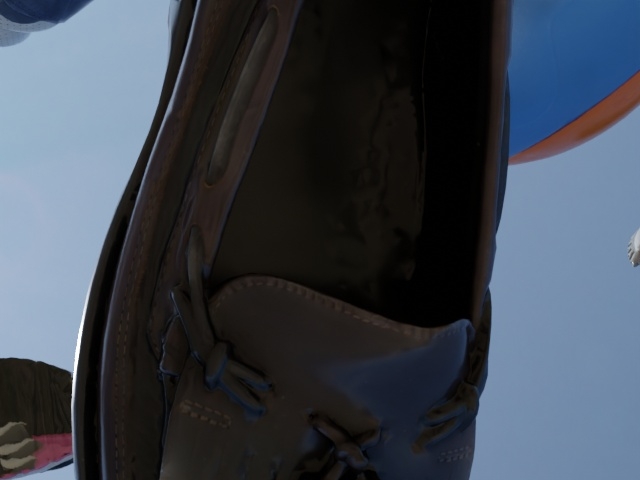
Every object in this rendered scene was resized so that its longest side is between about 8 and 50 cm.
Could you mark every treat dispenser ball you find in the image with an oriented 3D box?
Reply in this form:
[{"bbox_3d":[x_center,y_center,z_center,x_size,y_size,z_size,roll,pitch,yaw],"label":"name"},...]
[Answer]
[{"bbox_3d":[0.098,-0.188,0.887,0.288,0.288,0.288,-3,-132,4],"label":"treat dispenser ball"}]

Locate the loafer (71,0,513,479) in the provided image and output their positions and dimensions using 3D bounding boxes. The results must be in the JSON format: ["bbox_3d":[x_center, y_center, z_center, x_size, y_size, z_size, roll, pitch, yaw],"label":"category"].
[{"bbox_3d":[0.000,0.000,0.397,0.109,0.095,0.302,9,-96,-24],"label":"loafer"}]

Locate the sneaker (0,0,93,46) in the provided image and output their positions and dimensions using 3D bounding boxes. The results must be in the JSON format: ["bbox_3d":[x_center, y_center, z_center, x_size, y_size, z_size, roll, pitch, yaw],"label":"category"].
[{"bbox_3d":[-0.205,-0.267,1.016,0.236,0.130,0.322,-31,-138,18],"label":"sneaker"}]

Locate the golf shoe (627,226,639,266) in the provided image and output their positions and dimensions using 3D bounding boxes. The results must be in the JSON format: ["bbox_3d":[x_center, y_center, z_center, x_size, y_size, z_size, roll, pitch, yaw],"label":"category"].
[{"bbox_3d":[0.288,-0.025,1.045,0.069,0.086,0.176,39,-136,24],"label":"golf shoe"}]

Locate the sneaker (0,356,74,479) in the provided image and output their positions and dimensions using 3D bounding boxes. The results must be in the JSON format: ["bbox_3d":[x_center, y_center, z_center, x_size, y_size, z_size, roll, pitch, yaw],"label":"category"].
[{"bbox_3d":[-0.204,0.116,0.841,0.178,0.077,0.072,-11,-110,15],"label":"sneaker"}]
